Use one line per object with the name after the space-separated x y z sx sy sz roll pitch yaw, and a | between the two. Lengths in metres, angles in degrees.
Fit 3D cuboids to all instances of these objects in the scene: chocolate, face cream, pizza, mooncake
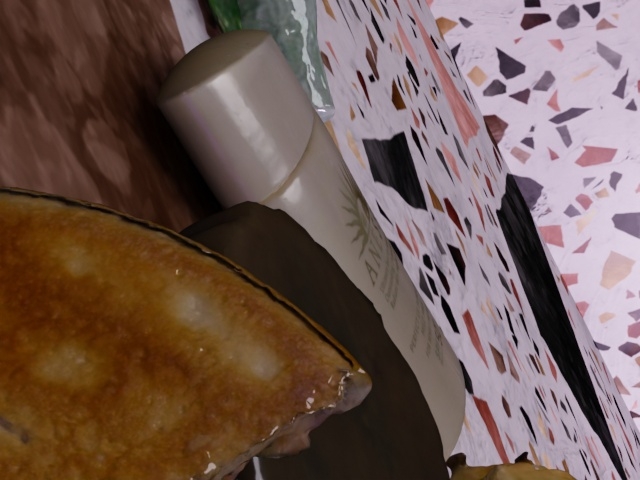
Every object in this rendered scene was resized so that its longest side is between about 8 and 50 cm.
-0.057 -0.230 1.011 0.110 0.110 0.291 11 60 -71 | chocolate
0.000 0.000 0.893 0.349 0.081 0.173 59 17 -25 | face cream
-0.105 0.068 0.431 0.193 0.201 0.053 -57 169 -35 | pizza
-0.033 0.099 0.583 0.228 0.124 0.228 52 25 -36 | mooncake

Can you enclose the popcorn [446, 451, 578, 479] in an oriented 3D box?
0.152 0.232 0.951 0.167 0.148 0.152 95 -29 -66 | popcorn
